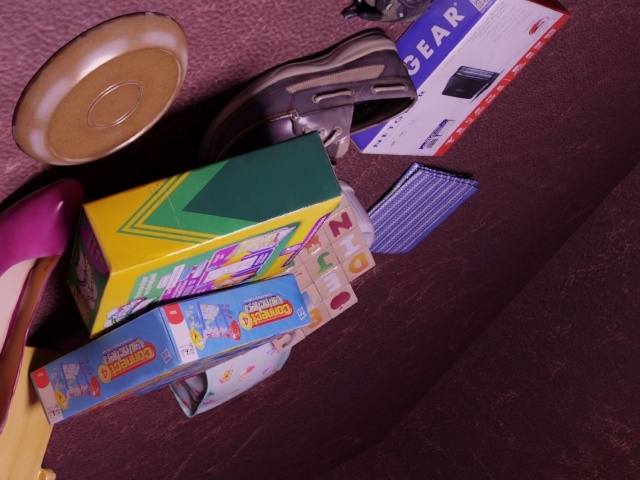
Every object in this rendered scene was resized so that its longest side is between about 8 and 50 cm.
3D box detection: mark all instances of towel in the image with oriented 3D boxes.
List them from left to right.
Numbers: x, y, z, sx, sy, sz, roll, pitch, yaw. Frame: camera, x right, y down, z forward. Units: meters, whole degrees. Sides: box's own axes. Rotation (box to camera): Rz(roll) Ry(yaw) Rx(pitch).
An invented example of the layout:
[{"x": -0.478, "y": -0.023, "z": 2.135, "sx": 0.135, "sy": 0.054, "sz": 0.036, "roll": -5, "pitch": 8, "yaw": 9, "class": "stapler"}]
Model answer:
[{"x": 0.184, "y": -0.062, "z": 2.415, "sx": 0.243, "sy": 0.040, "sz": 0.336, "roll": -44, "pitch": 159, "yaw": 19, "class": "towel"}]

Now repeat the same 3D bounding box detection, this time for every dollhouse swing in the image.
[{"x": -0.588, "y": 0.303, "z": 1.745, "sx": 0.315, "sy": 0.305, "sz": 0.347, "roll": -1, "pitch": 172, "yaw": 18, "class": "dollhouse swing"}]

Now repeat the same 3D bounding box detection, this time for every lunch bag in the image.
[{"x": -0.165, "y": 0.186, "z": 2.120, "sx": 0.223, "sy": 0.160, "sz": 0.262, "roll": -28, "pitch": 164, "yaw": -27, "class": "lunch bag"}]

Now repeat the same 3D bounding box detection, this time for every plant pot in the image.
[{"x": -0.246, "y": -0.166, "z": 1.353, "sx": 0.236, "sy": 0.032, "sz": 0.236, "roll": -35, "pitch": 162, "yaw": -13, "class": "plant pot"}]

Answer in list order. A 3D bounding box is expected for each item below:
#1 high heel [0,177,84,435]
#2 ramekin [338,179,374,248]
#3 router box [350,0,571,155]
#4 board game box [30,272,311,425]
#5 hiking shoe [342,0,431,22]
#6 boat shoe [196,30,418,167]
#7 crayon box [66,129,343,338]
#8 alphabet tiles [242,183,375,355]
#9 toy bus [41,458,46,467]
[{"x": -0.376, "y": 0.097, "z": 1.475, "sx": 0.377, "sy": 0.181, "sz": 0.127, "roll": -49, "pitch": 159, "yaw": 28, "class": "high heel"}, {"x": 0.000, "y": 0.000, "z": 2.079, "sx": 0.207, "sy": 0.109, "sz": 0.207, "roll": -34, "pitch": 161, "yaw": -14, "class": "ramekin"}, {"x": 0.216, "y": -0.281, "z": 1.879, "sx": 0.335, "sy": 0.082, "sz": 0.301, "roll": -48, "pitch": 160, "yaw": 24, "class": "router box"}, {"x": -0.223, "y": 0.162, "z": 1.757, "sx": 0.308, "sy": 0.086, "sz": 0.302, "roll": -27, "pitch": 172, "yaw": 37, "class": "board game box"}, {"x": 0.108, "y": -0.340, "z": 1.502, "sx": 0.114, "sy": 0.086, "sz": 0.227, "roll": -18, "pitch": 166, "yaw": -23, "class": "hiking shoe"}, {"x": -0.006, "y": -0.175, "z": 1.627, "sx": 0.355, "sy": 0.130, "sz": 0.132, "roll": -31, "pitch": 160, "yaw": -23, "class": "boat shoe"}, {"x": -0.169, "y": 0.001, "z": 1.567, "sx": 0.313, "sy": 0.106, "sz": 0.363, "roll": -18, "pitch": 168, "yaw": -20, "class": "crayon box"}, {"x": -0.053, "y": 0.053, "z": 1.942, "sx": 0.285, "sy": 0.011, "sz": 0.342, "roll": -34, "pitch": 139, "yaw": -7, "class": "alphabet tiles"}, {"x": -0.531, "y": 0.472, "z": 2.007, "sx": 0.149, "sy": 0.211, "sz": 0.220, "roll": -42, "pitch": 163, "yaw": 4, "class": "toy bus"}]
